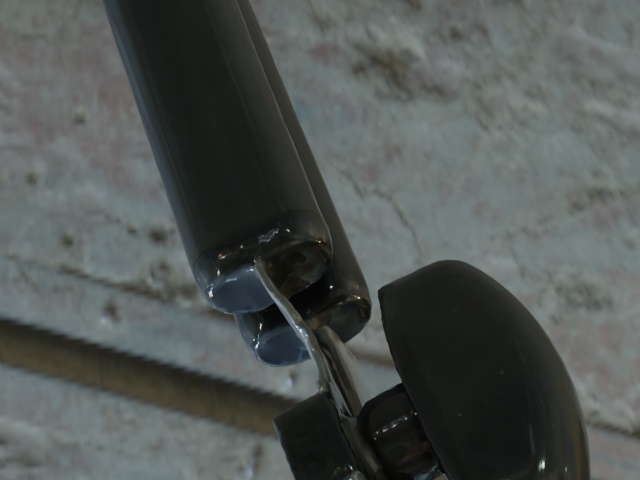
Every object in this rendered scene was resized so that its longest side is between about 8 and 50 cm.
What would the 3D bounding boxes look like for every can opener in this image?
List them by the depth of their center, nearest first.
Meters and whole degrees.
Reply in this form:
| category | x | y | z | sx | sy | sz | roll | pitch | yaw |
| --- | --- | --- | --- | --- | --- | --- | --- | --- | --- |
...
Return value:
| category | x | y | z | sx | sy | sz | roll | pitch | yaw |
| --- | --- | --- | --- | --- | --- | --- | --- | --- | --- |
| can opener | 0.000 | 0.000 | 0.595 | 0.093 | 0.280 | 0.074 | -28 | 144 | 2 |
